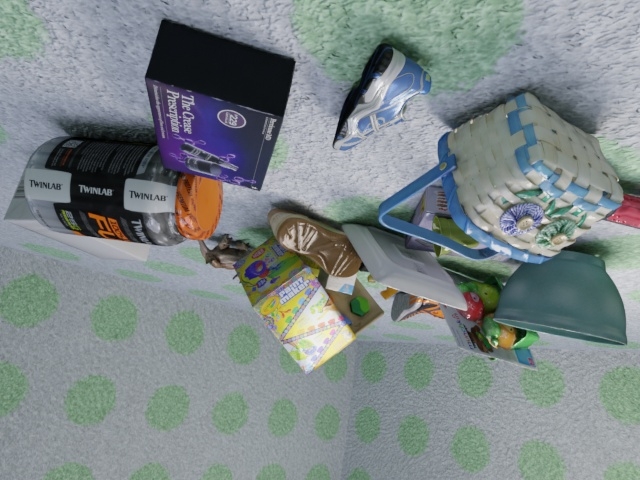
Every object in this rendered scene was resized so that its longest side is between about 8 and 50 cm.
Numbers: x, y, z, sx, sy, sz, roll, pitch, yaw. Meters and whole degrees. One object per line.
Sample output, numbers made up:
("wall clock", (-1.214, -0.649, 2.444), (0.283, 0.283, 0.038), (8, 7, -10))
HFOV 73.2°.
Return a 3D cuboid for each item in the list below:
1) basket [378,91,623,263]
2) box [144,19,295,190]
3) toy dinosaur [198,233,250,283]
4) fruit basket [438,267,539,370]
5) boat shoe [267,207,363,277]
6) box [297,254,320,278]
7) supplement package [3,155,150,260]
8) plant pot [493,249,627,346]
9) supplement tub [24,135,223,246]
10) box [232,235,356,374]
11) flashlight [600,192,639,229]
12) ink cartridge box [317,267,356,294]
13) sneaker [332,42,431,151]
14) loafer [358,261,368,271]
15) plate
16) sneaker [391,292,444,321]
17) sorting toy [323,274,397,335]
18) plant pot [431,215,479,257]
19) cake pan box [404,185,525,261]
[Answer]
("basket", (0.265, -0.065, 0.674), (0.254, 0.201, 0.289), (17, 151, -23))
("box", (-0.158, -0.189, 0.681), (0.184, 0.103, 0.261), (10, 162, -11))
("toy dinosaur", (-0.316, 0.065, 1.494), (0.295, 0.127, 0.200), (22, 166, -17))
("fruit basket", (0.482, 0.210, 1.294), (0.353, 0.327, 0.165), (25, 124, -29))
("boat shoe", (0.000, 0.000, 1.178), (0.341, 0.122, 0.110), (32, -171, -43))
("box", (-0.002, 0.087, 1.451), (0.232, 0.088, 0.058), (16, 159, -15))
("supplement package", (-0.591, -0.074, 1.112), (0.175, 0.178, 0.293), (0, 159, 24))
("plant pot", (0.603, 0.135, 1.084), (0.292, 0.197, 0.293), (12, 170, 2))
("supplement tub", (-0.390, -0.100, 0.889), (0.337, 0.207, 0.207), (6, 162, 9))
("box", (-0.082, 0.171, 1.245), (0.279, 0.177, 0.290), (58, 172, -26))
("flashlight", (0.572, -0.046, 0.748), (0.303, 0.103, 0.103), (13, 135, -7))
("ink cartridge box", (0.058, 0.082, 1.337), (0.092, 0.143, 0.090), (16, 178, -20))
("sneaker", (0.076, -0.181, 0.617), (0.081, 0.080, 0.211), (17, 162, -14))
("loafer", (0.150, 0.045, 1.186), (0.080, 0.079, 0.220), (4, -178, 8))
("plate", (0.212, 0.049, 1.081), (0.277, 0.045, 0.278), (19, -158, -24))
("sneaker", (0.410, 0.278, 1.751), (0.179, 0.125, 0.321), (13, 161, -9))
("sorting toy", (0.111, 0.194, 1.491), (0.229, 0.307, 0.041), (50, 158, 21))
("plant pot", (0.268, -0.011, 0.850), (0.079, 0.083, 0.083), (-5, 161, 2))
("cake pan box", (0.341, -0.027, 0.969), (0.266, 0.070, 0.246), (8, 164, 5))
